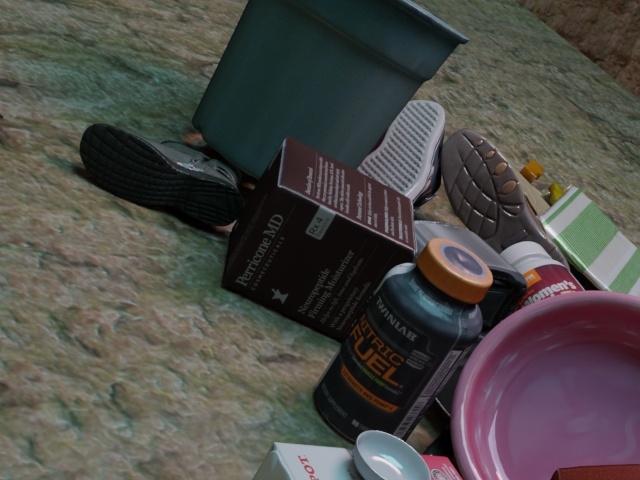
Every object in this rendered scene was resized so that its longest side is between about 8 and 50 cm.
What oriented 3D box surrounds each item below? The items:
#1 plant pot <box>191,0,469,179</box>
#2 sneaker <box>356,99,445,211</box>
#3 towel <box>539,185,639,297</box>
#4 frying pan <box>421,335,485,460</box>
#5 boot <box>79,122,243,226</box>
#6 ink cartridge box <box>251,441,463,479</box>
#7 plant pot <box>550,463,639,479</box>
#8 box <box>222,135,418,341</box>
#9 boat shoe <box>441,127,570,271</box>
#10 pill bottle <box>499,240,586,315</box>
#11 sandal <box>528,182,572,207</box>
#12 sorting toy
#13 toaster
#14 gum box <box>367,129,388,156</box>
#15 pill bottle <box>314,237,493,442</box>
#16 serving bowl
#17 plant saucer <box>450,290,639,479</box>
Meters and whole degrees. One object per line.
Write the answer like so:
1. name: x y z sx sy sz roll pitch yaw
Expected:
1. plant pot: -0.008 -0.255 1.840 0.341 0.334 0.341 31 13 -8
2. sneaker: 0.129 -0.095 2.001 0.126 0.128 0.321 16 44 21
3. towel: 0.539 0.051 2.222 0.325 0.038 0.248 46 31 7
4. frying pan: 0.206 0.240 1.541 0.197 0.053 0.326 26 37 -8
5. boot: -0.222 -0.103 1.696 0.246 0.083 0.161 25 15 -17
6. ink cartridge box: 0.057 0.299 1.196 0.237 0.100 0.172 12 29 -37
7. plant pot: 0.316 0.372 1.191 0.235 0.267 0.267 18 25 -2
8. box: 0.000 0.000 1.615 0.203 0.168 0.167 25 26 -11
9. boat shoe: 0.305 -0.040 2.042 0.324 0.123 0.116 61 10 -2
10. pill bottle: 0.355 0.105 1.875 0.121 0.121 0.221 14 30 -33
11. sandal: 0.468 -0.087 2.418 0.240 0.079 0.088 38 25 15
12. sorting toy: 0.397 -0.051 2.269 0.229 0.041 0.307 45 31 7
13. toaster: 0.196 0.056 1.783 0.227 0.129 0.146 7 31 -40
14. gum box: 0.052 -0.213 2.150 0.188 0.107 0.062 37 25 13
15. pill bottle: 0.103 0.117 1.418 0.130 0.246 0.130 25 25 -12
16. serving bowl: 0.066 0.225 1.191 0.083 0.027 0.083 24 23 -11
17. plant saucer: 0.322 0.222 1.428 0.332 0.332 0.084 48 -10 32
